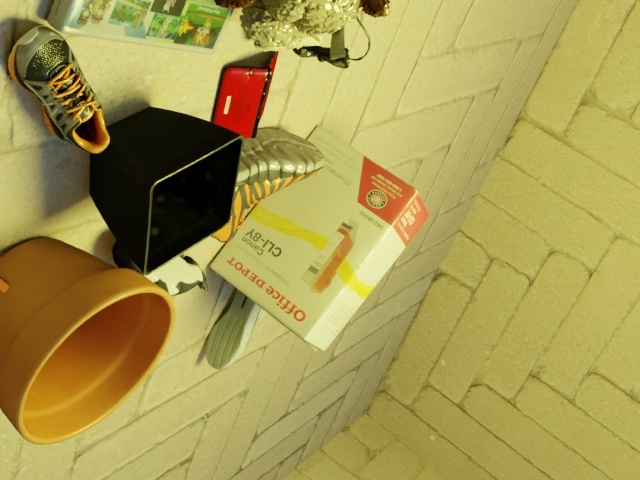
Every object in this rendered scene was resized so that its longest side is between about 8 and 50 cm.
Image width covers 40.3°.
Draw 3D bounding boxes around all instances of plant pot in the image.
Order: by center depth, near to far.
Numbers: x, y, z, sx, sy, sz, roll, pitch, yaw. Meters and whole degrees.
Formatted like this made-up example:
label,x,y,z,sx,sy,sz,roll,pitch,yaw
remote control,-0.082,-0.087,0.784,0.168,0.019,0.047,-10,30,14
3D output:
label,x,y,z,sx,sy,sz,roll,pitch,yaw
plant pot,-0.394,0.132,1.324,0.291,0.203,0.291,-42,156,-24
plant pot,-0.249,-0.097,1.335,0.188,0.167,0.187,-35,152,-39

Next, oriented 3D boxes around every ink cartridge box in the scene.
label,x,y,z,sx,sy,sz,roll,pitch,yaw
ink cartridge box,0.000,0.000,1.848,0.384,0.279,0.160,-53,158,-4

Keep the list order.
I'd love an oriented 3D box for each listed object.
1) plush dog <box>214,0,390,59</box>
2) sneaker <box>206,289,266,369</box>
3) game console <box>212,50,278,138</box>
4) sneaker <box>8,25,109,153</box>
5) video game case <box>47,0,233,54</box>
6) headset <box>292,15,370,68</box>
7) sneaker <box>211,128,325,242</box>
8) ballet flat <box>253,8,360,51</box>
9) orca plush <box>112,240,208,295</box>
label,x,y,z,sx,sy,sz,roll,pitch,yaw
plush dog,-0.030,-0.396,1.247,0.225,0.211,0.262,17,107,-52
sneaker,-0.175,0.188,2.027,0.258,0.094,0.091,-60,154,13
game console,-0.133,-0.261,1.541,0.124,0.085,0.144,-2,132,-25
sneaker,-0.330,-0.193,1.136,0.084,0.083,0.215,-46,156,-16
video game case,-0.190,-0.403,1.175,0.329,0.036,0.300,-12,134,-61
headset,0.064,-0.494,1.492,0.243,0.185,0.394,-5,113,-58
sneaker,-0.138,-0.103,1.657,0.321,0.124,0.180,-14,141,-44
ballet flat,-0.003,-0.362,1.417,0.241,0.091,0.077,-26,131,32
orca plush,-0.311,0.043,1.583,0.287,0.102,0.151,-6,85,-75
